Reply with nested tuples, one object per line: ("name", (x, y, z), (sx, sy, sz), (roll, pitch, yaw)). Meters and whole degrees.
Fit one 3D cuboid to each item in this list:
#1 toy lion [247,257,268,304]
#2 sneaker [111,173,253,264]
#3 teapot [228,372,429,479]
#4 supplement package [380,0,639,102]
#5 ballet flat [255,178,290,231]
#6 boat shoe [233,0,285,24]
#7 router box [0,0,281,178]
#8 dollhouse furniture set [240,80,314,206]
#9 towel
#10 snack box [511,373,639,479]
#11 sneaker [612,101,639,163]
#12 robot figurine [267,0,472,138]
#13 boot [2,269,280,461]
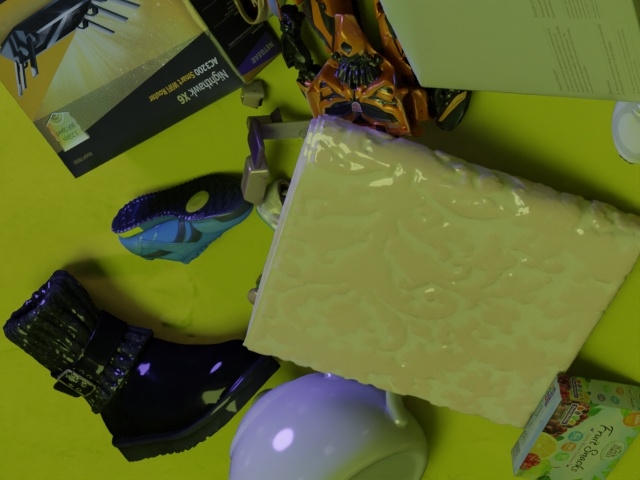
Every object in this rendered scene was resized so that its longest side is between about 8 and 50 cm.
("toy lion", (-0.029, 0.062, 1.480), (0.096, 0.034, 0.100), (30, 135, 0))
("sneaker", (-0.143, -0.018, 1.473), (0.209, 0.069, 0.082), (-12, 132, 38))
("teapot", (-0.011, 0.238, 1.486), (0.187, 0.256, 0.252), (49, 161, 28))
("supplement package", (0.163, -0.226, 0.992), (0.203, 0.149, 0.194), (8, 151, 29))
("ballet flat", (0.000, 0.000, 1.392), (0.168, 0.057, 0.052), (41, 127, -1))
("boat shoe", (-0.077, -0.270, 1.235), (0.050, 0.045, 0.135), (-9, 118, 38))
("router box", (-0.222, -0.224, 1.345), (0.308, 0.081, 0.243), (-23, 109, 43))
("dollhouse furniture set", (-0.042, -0.099, 1.363), (0.081, 0.091, 0.114), (-6, 146, -16))
("towel", (0.112, 0.041, 1.286), (0.331, 0.053, 0.317), (17, 134, -4))
("snack box", (0.270, 0.201, 1.351), (0.100, 0.037, 0.141), (9, 135, -10))
("sneaker", (0.289, -0.128, 1.074), (0.071, 0.083, 0.191), (30, 136, 9))
("robot figurine", (0.033, -0.213, 1.177), (0.211, 0.085, 0.291), (8, 127, 31))
("boot", (-0.234, 0.135, 1.601), (0.348, 0.131, 0.260), (-27, 106, 44))
